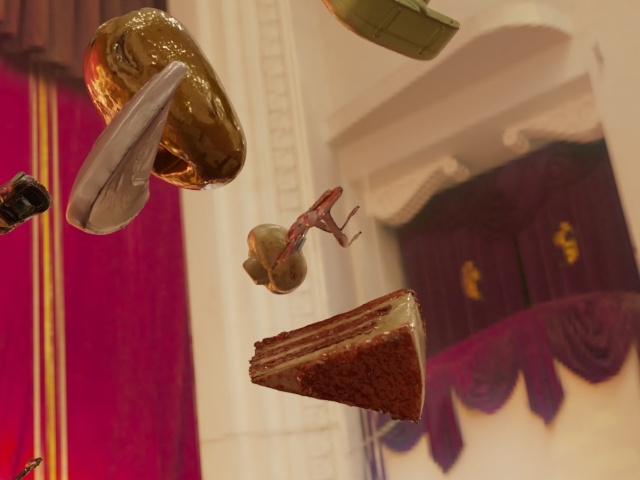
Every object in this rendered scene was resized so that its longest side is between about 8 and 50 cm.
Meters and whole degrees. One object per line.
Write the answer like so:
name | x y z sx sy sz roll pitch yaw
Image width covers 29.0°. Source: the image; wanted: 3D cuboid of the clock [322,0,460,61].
clock | 0.075 -0.430 1.998 0.235 0.308 0.096 11 -51 -44

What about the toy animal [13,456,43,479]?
toy animal | -0.467 0.354 1.573 0.253 0.070 0.079 -27 21 -29

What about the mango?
mango | -0.231 -0.213 1.914 0.182 0.365 0.253 -33 -41 -22

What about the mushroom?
mushroom | -0.088 0.037 2.324 0.112 0.148 0.148 -34 -26 -8

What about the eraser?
eraser | -0.241 -0.089 1.459 0.059 0.243 0.204 26 -58 5

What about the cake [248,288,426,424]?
cake | 0.034 0.147 1.793 0.262 0.158 0.160 12 -71 -1

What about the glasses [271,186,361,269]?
glasses | -0.009 0.000 2.019 0.162 0.095 0.255 -43 1 -7

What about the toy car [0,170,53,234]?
toy car | -0.464 -0.050 1.862 0.142 0.055 0.069 -25 -58 32
